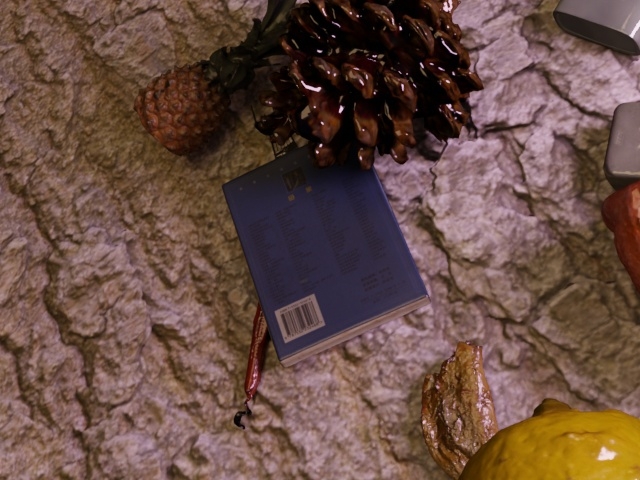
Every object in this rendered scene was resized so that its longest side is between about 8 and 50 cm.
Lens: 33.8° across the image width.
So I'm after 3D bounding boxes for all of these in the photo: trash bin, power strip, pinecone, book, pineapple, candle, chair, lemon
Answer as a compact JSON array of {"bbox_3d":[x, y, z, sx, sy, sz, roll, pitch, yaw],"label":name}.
[{"bbox_3d":[0.352,-0.292,1.219,0.116,0.059,0.130,28,83,34],"label":"trash bin"},{"bbox_3d":[0.443,-0.088,1.081,0.288,0.053,0.093,5,71,30],"label":"power strip"},{"bbox_3d":[0.059,-0.192,1.222,0.257,0.244,0.243,-47,53,25],"label":"pinecone"},{"bbox_3d":[0.000,0.000,1.271,0.191,0.025,0.269,-25,58,6],"label":"book"},{"bbox_3d":[-0.118,-0.233,1.387,0.277,0.130,0.119,-39,54,5],"label":"pineapple"},{"bbox_3d":[-0.077,0.142,1.257,0.026,0.021,0.167,-1,67,27],"label":"candle"},{"bbox_3d":[-0.062,-0.147,1.371,0.037,0.042,0.086,-31,57,16],"label":"chair"},{"bbox_3d":[0.230,0.286,0.899,0.261,0.260,0.284,-33,45,10],"label":"lemon"}]

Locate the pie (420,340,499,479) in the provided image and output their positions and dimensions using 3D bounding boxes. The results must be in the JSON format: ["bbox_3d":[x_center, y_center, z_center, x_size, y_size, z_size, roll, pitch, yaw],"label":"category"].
[{"bbox_3d":[0.151,0.191,1.112,0.092,0.034,0.169,-17,67,17],"label":"pie"}]

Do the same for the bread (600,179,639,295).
[{"bbox_3d":[0.389,0.021,0.988,0.190,0.123,0.244,-32,70,20],"label":"bread"}]
